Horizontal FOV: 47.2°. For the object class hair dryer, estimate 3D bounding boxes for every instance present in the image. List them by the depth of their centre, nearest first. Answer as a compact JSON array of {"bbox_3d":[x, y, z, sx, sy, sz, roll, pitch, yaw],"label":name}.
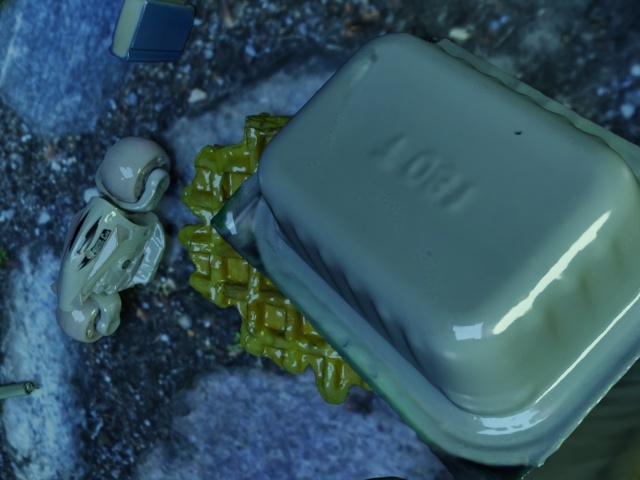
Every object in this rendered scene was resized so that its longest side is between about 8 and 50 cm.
[{"bbox_3d":[-0.422,0.207,0.976,0.124,0.038,0.063,-12,100,19],"label":"hair dryer"}]

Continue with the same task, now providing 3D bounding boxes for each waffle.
[{"bbox_3d":[0.001,-0.001,0.716,0.312,0.060,0.307,41,115,8],"label":"waffle"}]

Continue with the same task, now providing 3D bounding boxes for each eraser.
[{"bbox_3d":[-0.164,-0.208,0.722,0.027,0.085,0.063,31,112,15],"label":"eraser"}]

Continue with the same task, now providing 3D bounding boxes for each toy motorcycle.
[{"bbox_3d":[-0.235,0.006,0.795,0.112,0.112,0.254,30,112,15],"label":"toy motorcycle"}]

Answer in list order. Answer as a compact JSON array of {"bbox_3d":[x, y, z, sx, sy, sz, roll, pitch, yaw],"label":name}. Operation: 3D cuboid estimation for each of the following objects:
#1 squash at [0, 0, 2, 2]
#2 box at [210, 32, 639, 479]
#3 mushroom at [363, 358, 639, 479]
[{"bbox_3d":[-0.429,-0.263,0.837,0.219,0.068,0.077,-32,94,28],"label":"squash"},{"bbox_3d":[0.080,-0.029,0.527,0.264,0.106,0.337,-47,54,-2],"label":"box"},{"bbox_3d":[0.178,0.323,0.596,0.224,0.314,0.397,-2,108,29],"label":"mushroom"}]
